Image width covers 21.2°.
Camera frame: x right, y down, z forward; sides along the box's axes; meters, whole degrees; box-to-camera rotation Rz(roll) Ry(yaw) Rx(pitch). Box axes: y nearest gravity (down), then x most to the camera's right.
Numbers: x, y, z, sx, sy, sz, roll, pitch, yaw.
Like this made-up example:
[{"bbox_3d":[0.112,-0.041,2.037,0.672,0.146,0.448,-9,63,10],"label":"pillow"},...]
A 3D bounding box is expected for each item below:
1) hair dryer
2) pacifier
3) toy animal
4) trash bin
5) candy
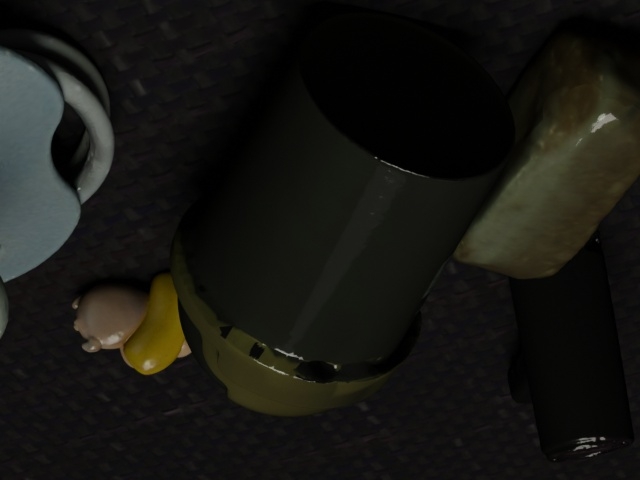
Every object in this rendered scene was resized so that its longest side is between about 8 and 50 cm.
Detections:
[{"bbox_3d":[0.218,0.113,1.595,0.089,0.197,0.251,-8,166,-6],"label":"hair dryer"},{"bbox_3d":[-0.267,-0.013,1.254,0.244,0.233,0.299,-7,145,-6],"label":"pacifier"},{"bbox_3d":[-0.161,0.084,1.534,0.114,0.091,0.082,-7,158,-3],"label":"toy animal"},{"bbox_3d":[0.000,0.000,1.343,0.214,0.214,0.334,8,136,-20],"label":"trash bin"},{"bbox_3d":[0.188,-0.066,1.376,0.104,0.102,0.234,10,141,-22],"label":"candy"}]
